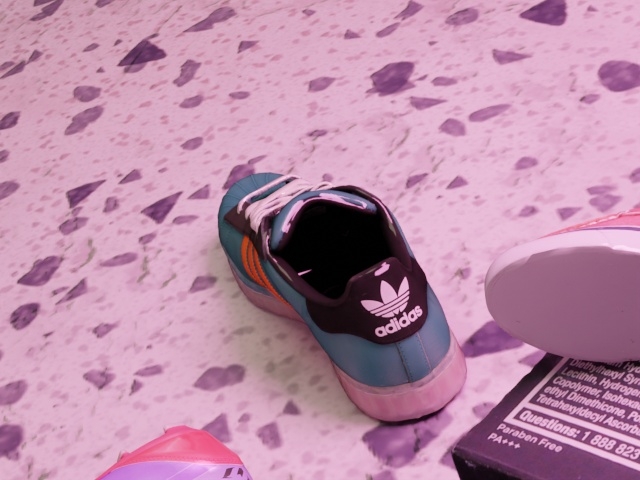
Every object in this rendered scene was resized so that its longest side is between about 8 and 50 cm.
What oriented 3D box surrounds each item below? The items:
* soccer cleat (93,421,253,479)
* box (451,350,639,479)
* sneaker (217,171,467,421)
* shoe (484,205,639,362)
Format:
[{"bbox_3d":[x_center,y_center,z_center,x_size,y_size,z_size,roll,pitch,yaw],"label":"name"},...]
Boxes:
[{"bbox_3d":[-0.147,0.197,0.789,0.248,0.083,0.095,-31,39,-20],"label":"soccer cleat"},{"bbox_3d":[0.276,0.102,0.599,0.296,0.183,0.294,17,49,45],"label":"box"},{"bbox_3d":[0.000,0.000,0.950,0.108,0.121,0.302,-29,34,-14],"label":"sneaker"},{"bbox_3d":[0.163,0.002,0.594,0.178,0.063,0.081,-6,33,15],"label":"shoe"}]
